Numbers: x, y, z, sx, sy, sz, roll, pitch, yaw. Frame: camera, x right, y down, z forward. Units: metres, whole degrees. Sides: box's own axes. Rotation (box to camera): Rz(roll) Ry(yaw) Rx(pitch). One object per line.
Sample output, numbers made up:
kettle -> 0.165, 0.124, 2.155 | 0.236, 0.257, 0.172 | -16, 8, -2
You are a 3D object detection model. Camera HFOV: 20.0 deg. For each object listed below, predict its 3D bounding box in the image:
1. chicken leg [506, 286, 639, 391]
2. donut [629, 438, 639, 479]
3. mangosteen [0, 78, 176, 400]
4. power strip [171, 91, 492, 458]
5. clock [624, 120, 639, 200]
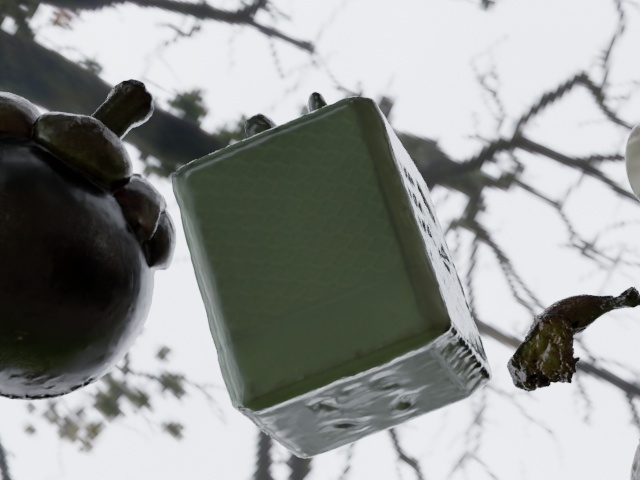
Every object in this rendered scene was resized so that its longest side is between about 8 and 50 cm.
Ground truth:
chicken leg -> 0.214, 0.081, 1.574 | 0.062, 0.037, 0.145 | 40, -62, 5
donut -> 0.325, 0.137, 1.175 | 0.160, 0.330, 0.330 | 2, -74, -28
mangosteen -> -0.199, -0.012, 1.291 | 0.211, 0.211, 0.250 | 36, -96, -34
power strip -> 0.000, 0.000, 1.125 | 0.139, 0.224, 0.140 | -22, -24, 10
clock -> 0.449, -0.123, 1.863 | 0.284, 0.114, 0.309 | 31, -120, -25
